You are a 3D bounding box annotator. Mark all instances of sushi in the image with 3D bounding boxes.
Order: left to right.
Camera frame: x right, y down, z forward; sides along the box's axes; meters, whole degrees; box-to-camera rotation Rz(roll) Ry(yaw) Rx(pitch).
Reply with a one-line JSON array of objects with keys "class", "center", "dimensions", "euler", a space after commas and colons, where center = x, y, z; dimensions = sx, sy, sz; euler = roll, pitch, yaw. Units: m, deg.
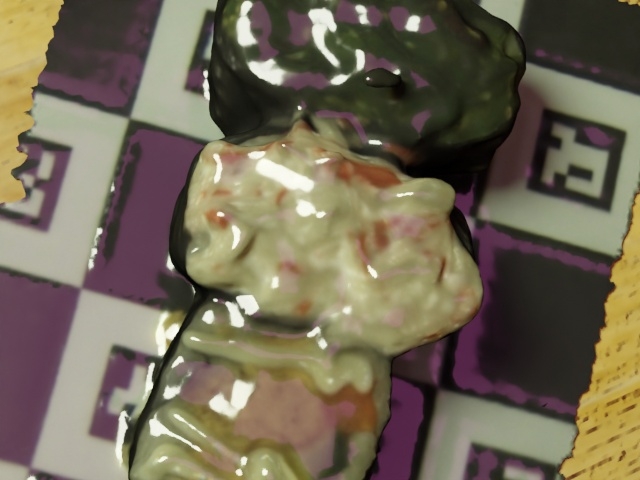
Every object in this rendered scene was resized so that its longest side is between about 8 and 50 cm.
[{"class": "sushi", "center": [0.000, 0.000, 0.805], "dimensions": [0.296, 0.100, 0.373], "euler": [18, 74, -5]}]
